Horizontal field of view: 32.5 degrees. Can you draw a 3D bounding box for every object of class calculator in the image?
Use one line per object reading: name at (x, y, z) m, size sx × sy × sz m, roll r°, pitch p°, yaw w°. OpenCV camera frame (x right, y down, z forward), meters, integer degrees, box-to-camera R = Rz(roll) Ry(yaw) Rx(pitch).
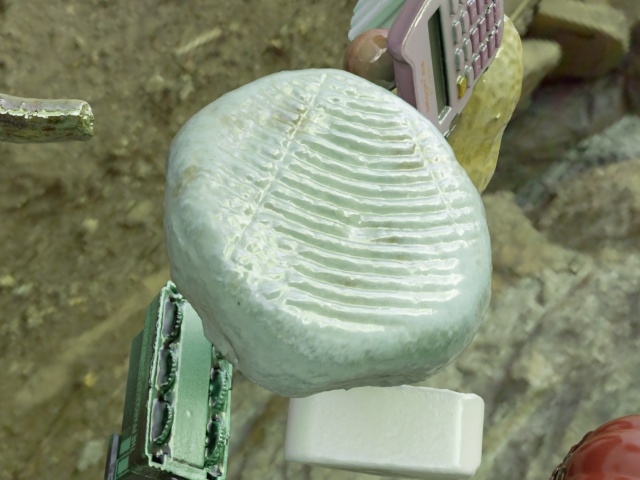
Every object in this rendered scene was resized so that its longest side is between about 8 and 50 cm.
calculator at (0.154, -0.242, 1.293) m, size 0.294 × 0.043 × 0.194 m, roll -52°, pitch 143°, yaw -38°

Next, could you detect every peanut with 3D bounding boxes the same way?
peanut at (0.203, -0.179, 1.564) m, size 0.149 × 0.149 × 0.313 m, roll -38°, pitch 149°, yaw -52°

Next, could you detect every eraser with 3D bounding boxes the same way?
eraser at (0.084, 0.328, 1.895) m, size 0.331 × 0.331 × 0.150 m, roll 96°, pitch 3°, yaw -75°

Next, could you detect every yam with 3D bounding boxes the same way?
yam at (-0.475, -0.174, 1.516) m, size 0.071 × 0.317 × 0.067 m, roll 119°, pitch -30°, yaw -60°

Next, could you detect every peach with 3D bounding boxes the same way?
peach at (0.067, -0.217, 1.325) m, size 0.083 × 0.083 × 0.083 m, roll -48°, pitch 171°, yaw -10°

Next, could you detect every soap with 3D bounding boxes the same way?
soap at (0.178, -0.457, 1.908) m, size 0.289 × 0.095 × 0.173 m, roll -41°, pitch -154°, yaw 38°

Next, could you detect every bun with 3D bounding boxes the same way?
bun at (0.001, -0.005, 1.102) m, size 0.354 × 0.354 × 0.194 m, roll -44°, pitch 175°, yaw -34°

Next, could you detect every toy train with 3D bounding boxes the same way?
toy train at (-0.221, 0.228, 1.589) m, size 0.178 × 0.138 × 0.330 m, roll -39°, pitch -142°, yaw 38°

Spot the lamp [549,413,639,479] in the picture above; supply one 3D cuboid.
lamp at (0.307, 0.277, 1.039) m, size 0.227 × 0.227 × 0.227 m, roll -48°, pitch 171°, yaw -10°
